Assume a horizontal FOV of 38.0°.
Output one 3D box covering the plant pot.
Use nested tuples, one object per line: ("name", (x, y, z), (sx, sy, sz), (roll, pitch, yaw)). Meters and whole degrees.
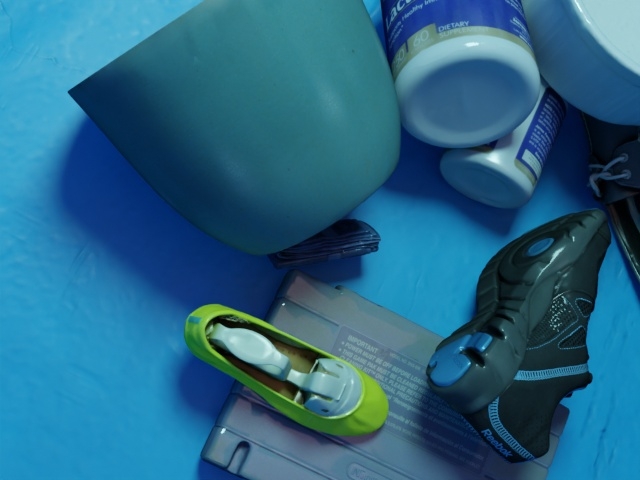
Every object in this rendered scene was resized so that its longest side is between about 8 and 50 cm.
("plant pot", (-0.058, -0.129, 0.918), (0.293, 0.293, 0.235), (-39, 107, -19))

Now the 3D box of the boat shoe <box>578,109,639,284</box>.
("boat shoe", (0.377, -0.074, 1.109), (0.099, 0.116, 0.319), (-27, 93, -23))

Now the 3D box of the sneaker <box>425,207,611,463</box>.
("sneaker", (0.238, 0.092, 1.015), (0.140, 0.125, 0.341), (52, 52, -11))

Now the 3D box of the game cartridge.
("game cartridge", (0.078, 0.203, 1.001), (0.355, 0.068, 0.230), (28, 69, -9))

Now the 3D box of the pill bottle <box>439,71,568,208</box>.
("pill bottle", (0.223, -0.142, 1.079), (0.112, 0.112, 0.187), (29, 73, -9))

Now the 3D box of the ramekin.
("ramekin", (0.354, -0.260, 1.014), (0.277, 0.135, 0.277), (4, 74, -14))

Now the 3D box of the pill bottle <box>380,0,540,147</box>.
("pill bottle", (0.144, -0.244, 1.019), (0.153, 0.153, 0.265), (7, 53, -14))

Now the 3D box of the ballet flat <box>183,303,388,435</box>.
("ballet flat", (-0.028, 0.130, 0.915), (0.231, 0.077, 0.077), (28, 73, -9))

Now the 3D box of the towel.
("towel", (0.000, 0.000, 1.014), (0.119, 0.067, 0.029), (-10, 113, -17))
